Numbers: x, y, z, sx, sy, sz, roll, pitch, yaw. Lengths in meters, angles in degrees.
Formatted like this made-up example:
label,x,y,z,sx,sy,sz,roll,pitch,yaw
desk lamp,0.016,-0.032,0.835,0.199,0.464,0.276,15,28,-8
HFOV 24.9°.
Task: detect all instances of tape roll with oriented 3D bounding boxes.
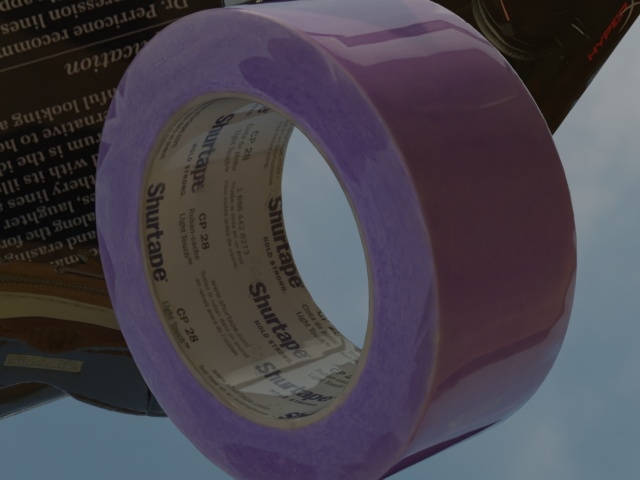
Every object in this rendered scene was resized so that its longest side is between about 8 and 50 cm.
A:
label,x,y,z,sx,sy,sz,roll,pitch,yaw
tape roll,0.000,0.000,0.563,0.080,0.189,0.189,-16,-86,-42

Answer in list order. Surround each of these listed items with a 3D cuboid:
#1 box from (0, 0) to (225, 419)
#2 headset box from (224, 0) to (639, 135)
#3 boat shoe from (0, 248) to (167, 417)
label,x,y,z,sx,sy,sz,roll,pitch,yaw
box,-0.184,-0.148,0.787,0.212,0.293,0.395,-18,-48,-10
headset box,0.057,-0.169,1.010,0.293,0.110,0.218,29,-79,-37
boat shoe,-0.110,0.035,0.700,0.190,0.068,0.072,14,-134,-26
